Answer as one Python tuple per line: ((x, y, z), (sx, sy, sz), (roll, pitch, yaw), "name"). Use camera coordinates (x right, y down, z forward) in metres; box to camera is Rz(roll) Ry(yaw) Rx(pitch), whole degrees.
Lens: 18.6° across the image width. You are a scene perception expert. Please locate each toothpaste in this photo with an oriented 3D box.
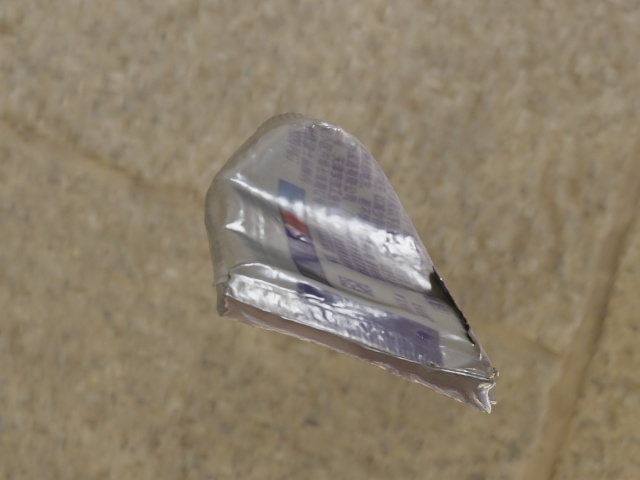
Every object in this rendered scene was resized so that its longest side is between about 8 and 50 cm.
((0.002, 0.000, 0.822), (0.099, 0.068, 0.282), (-9, 20, -3), "toothpaste")
